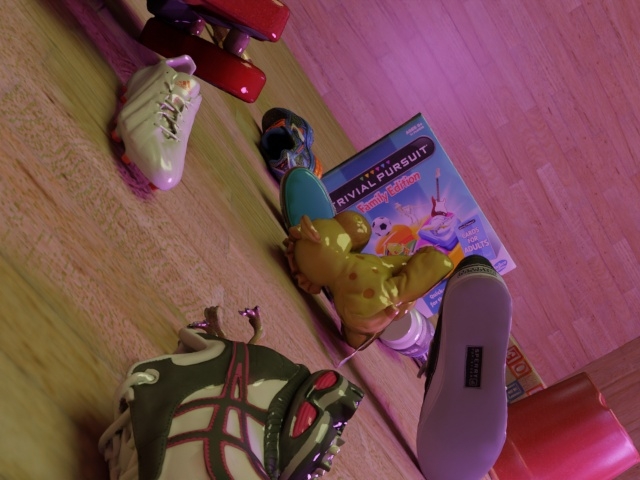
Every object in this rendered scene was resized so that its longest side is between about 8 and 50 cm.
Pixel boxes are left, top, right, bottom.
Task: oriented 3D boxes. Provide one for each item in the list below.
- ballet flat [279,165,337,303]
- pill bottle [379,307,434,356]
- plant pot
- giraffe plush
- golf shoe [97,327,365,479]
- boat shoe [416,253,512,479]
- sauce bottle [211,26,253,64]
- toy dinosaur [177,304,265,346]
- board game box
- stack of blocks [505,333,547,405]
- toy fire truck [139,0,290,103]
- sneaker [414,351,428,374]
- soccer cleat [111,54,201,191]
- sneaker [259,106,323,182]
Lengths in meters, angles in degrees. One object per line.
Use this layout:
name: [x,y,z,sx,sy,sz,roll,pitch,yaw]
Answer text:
ballet flat: [0.000,0.000,1.123,0.221,0.077,0.079,62,-9,-4]
pill bottle: [0.136,0.145,1.294,0.078,0.078,0.137,63,11,25]
plant pot: [0.482,0.418,1.611,0.272,0.265,0.272,55,10,-15]
giraffe plush: [0.037,0.038,0.996,0.170,0.181,0.210,49,44,10]
golf shoe: [-0.066,0.124,0.377,0.120,0.105,0.273,29,15,5]
boat shoe: [0.180,0.168,1.011,0.105,0.113,0.306,-70,160,-72]
sauce bottle: [-0.171,-0.370,1.462,0.128,0.042,0.042,61,10,5]
toy dinosaur: [-0.061,0.100,0.587,0.183,0.053,0.092,18,56,-64]
board game box: [0.170,-0.031,1.489,0.336,0.254,0.079,56,10,-8]
stack of blocks: [0.385,0.298,1.780,0.297,0.171,0.087,53,11,-22]
toy fire truck: [-0.166,-0.292,0.853,0.254,0.169,0.302,25,7,-38]
sneaker: [0.192,0.214,1.475,0.109,0.040,0.043,57,-2,-36]
soccer cleat: [-0.143,-0.117,0.718,0.068,0.076,0.196,51,12,-36]
sneaker: [-0.059,-0.163,1.286,0.087,0.083,0.221,40,15,-37]
